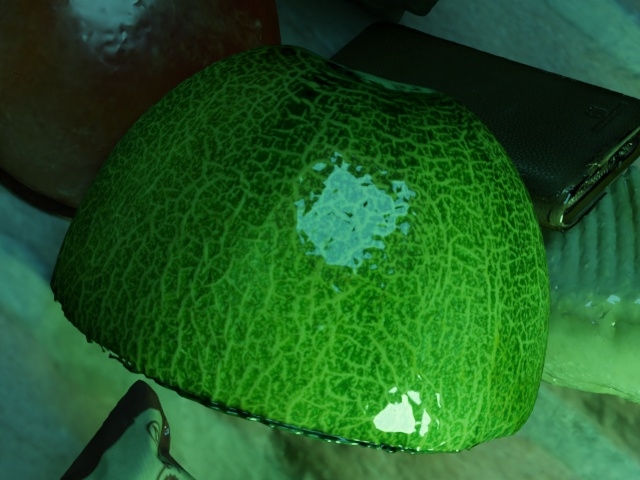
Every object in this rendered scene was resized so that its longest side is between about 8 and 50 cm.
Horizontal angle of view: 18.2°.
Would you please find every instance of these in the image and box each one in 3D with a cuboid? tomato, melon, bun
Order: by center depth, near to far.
[{"bbox_3d":[0.000,0.000,0.994,0.265,0.169,0.129,16,12,0],"label":"melon"},{"bbox_3d":[-0.098,-0.128,1.105,0.199,0.112,0.228,8,63,-23],"label":"tomato"},{"bbox_3d":[0.185,0.016,1.137,0.212,0.126,0.204,14,47,20],"label":"bun"}]

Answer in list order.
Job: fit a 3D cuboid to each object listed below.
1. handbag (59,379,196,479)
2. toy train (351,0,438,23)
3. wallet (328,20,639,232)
[{"bbox_3d":[-0.074,0.209,0.918,0.235,0.127,0.213,45,53,1],"label":"handbag"},{"bbox_3d":[-0.020,-0.251,1.137,0.304,0.221,0.150,28,72,-7],"label":"toy train"},{"bbox_3d":[0.082,-0.067,1.132,0.198,0.031,0.110,21,46,33],"label":"wallet"}]
